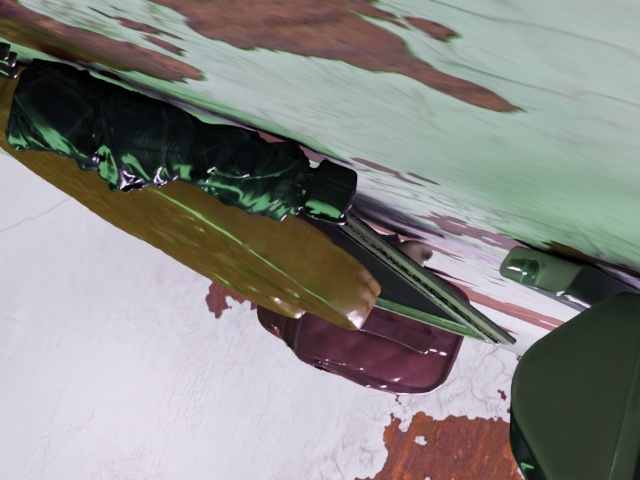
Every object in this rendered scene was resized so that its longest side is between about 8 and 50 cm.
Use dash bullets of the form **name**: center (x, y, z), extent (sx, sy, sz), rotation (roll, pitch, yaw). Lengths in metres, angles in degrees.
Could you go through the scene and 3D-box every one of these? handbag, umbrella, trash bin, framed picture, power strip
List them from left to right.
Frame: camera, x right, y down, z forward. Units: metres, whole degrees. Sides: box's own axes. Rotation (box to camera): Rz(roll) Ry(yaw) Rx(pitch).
- **umbrella**: center (-0.087, -0.054, 0.938), extent (0.224, 0.071, 0.080), rotation (16, -155, -1)
- **framed picture**: center (0.000, 0.000, 1.218), extent (0.293, 0.018, 0.231), rotation (37, 168, -36)
- **handbag**: center (0.049, 0.081, 1.655), extent (0.225, 0.146, 0.135), rotation (22, -178, -26)
- **power strip**: center (0.205, 0.044, 1.056), extent (0.060, 0.027, 0.253), rotation (19, 177, 44)
- **trash bin**: center (0.264, 0.140, 0.943), extent (0.290, 0.182, 0.209), rotation (14, 165, 11)

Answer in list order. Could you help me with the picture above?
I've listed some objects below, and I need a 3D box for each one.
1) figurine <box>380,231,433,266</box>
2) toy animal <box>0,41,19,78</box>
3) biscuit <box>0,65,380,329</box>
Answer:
- **figurine**: center (0.066, 0.012, 1.302), extent (0.050, 0.047, 0.083), rotation (36, 173, -8)
- **toy animal**: center (-0.346, -0.126, 0.883), extent (0.302, 0.225, 0.284), rotation (37, -171, -17)
- **biscuit**: center (-0.116, -0.033, 1.155), extent (0.351, 0.057, 0.312), rotation (30, 171, 0)
